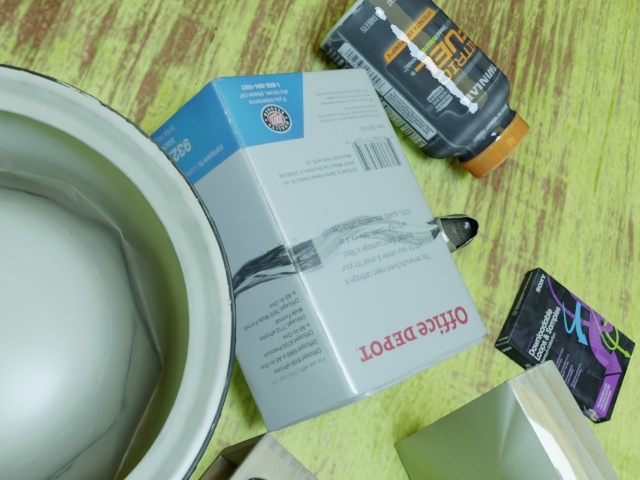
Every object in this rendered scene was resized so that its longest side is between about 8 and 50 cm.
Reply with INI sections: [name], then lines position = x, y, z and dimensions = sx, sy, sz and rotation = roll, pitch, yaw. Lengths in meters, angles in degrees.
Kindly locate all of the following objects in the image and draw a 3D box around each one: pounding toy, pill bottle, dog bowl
[pounding toy]
position = -0.062, 0.251, 0.799
dimensions = 0.100, 0.141, 0.130
rotation = 44, 58, -6
[pill bottle]
position = 0.127, -0.184, 1.073
dimensions = 0.245, 0.130, 0.130
rotation = 43, 58, -7
[dog bowl]
position = -0.278, 0.074, 0.719
dimensions = 0.408, 0.150, 0.408
rotation = 5, 71, -14

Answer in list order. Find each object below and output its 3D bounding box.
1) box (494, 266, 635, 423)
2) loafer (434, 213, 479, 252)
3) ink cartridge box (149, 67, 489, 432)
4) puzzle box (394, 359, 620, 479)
[box]
position = 0.292, 0.123, 1.100
dimensions = 0.162, 0.029, 0.116
rotation = 36, 59, -10
[loafer]
position = 0.120, -0.001, 1.045
dimensions = 0.148, 0.050, 0.056
rotation = -25, 84, -33
[ink cartridge box]
position = 0.000, 0.000, 0.907
dimensions = 0.223, 0.129, 0.307
rotation = -15, 77, -49
[puzzle box]
position = 0.221, 0.328, 0.815
dimensions = 0.052, 0.272, 0.409
rotation = -21, 75, -24
